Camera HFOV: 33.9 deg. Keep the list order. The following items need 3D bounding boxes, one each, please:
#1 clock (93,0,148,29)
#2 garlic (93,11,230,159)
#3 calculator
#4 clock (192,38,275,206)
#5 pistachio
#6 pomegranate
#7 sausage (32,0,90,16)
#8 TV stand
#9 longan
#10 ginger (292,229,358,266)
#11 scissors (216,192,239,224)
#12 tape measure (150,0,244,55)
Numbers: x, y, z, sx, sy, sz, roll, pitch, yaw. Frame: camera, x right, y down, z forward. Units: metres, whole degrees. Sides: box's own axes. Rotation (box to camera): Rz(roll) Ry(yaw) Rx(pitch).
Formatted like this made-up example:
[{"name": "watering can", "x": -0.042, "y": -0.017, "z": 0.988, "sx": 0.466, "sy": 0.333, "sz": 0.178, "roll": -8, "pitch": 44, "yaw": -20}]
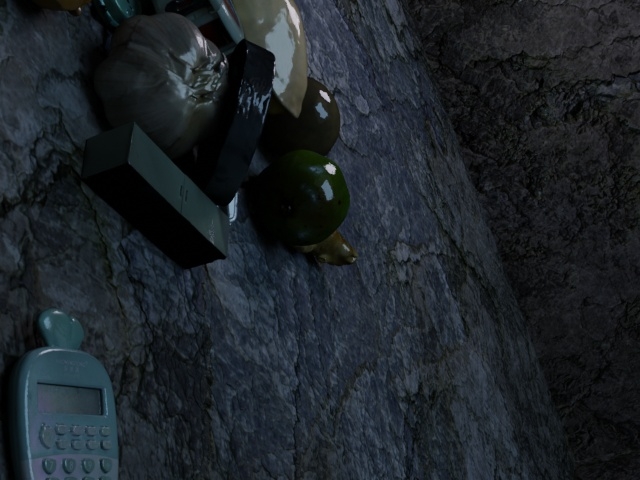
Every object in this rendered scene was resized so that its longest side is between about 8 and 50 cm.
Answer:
[{"name": "clock", "x": -0.327, "y": -0.384, "z": 1.694, "sx": 0.101, "sy": 0.041, "sz": 0.135, "roll": 56, "pitch": 27, "yaw": -36}, {"name": "garlic", "x": -0.233, "y": -0.239, "z": 1.622, "sx": 0.228, "sy": 0.152, "sz": 0.228, "roll": -9, "pitch": 104, "yaw": -40}, {"name": "calculator", "x": -0.311, "y": 0.230, "z": 1.276, "sx": 0.184, "sy": 0.042, "sz": 0.295, "roll": 24, "pitch": 54, "yaw": -62}, {"name": "clock", "x": -0.144, "y": -0.189, "z": 1.723, "sx": 0.055, "sy": 0.280, "sz": 0.280, "roll": 16, "pitch": 47, "yaw": -15}, {"name": "pistachio", "x": -0.119, "y": -0.362, "z": 1.980, "sx": 0.187, "sy": 0.187, "sz": 0.299, "roll": 4, "pitch": 71, "yaw": -67}, {"name": "pomegranate", "x": -0.026, "y": -0.090, "z": 2.023, "sx": 0.187, "sy": 0.187, "sz": 0.225, "roll": 68, "pitch": 24, "yaw": -13}, {"name": "sausage", "x": -0.391, "y": -0.427, "z": 1.466, "sx": 0.241, "sy": 0.120, "sz": 0.136, "roll": 61, "pitch": 39, "yaw": -28}, {"name": "TV stand", "x": -0.242, "y": -0.060, "z": 1.596, "sx": 0.269, "sy": 0.088, "sz": 0.083, "roll": 47, "pitch": 33, "yaw": -47}, {"name": "longan", "x": -0.050, "y": -0.248, "z": 2.126, "sx": 0.159, "sy": 0.204, "sz": 0.185, "roll": -25, "pitch": 136, "yaw": -31}, {"name": "ginger", "x": -0.005, "y": -0.014, "z": 2.155, "sx": 0.205, "sy": 0.081, "sz": 0.115, "roll": 27, "pitch": 32, "yaw": -53}, {"name": "scissors", "x": -0.172, "y": -0.144, "z": 1.872, "sx": 0.118, "sy": 0.030, "sz": 0.242, "roll": 6, "pitch": 74, "yaw": -31}, {"name": "tape measure", "x": -0.227, "y": -0.414, "z": 1.794, "sx": 0.246, "sy": 0.125, "sz": 0.243, "roll": 60, "pitch": 8, "yaw": -59}]
